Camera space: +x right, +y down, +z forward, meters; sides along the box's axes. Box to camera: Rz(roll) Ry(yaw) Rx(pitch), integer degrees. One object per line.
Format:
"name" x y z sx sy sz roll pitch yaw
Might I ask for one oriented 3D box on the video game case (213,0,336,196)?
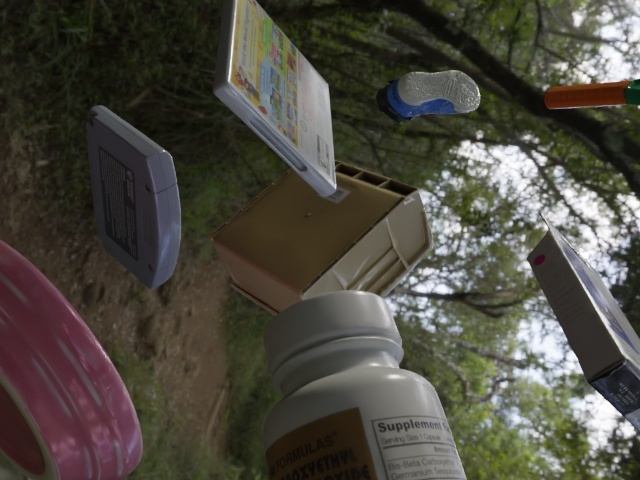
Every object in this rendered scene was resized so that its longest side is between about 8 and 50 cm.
"video game case" -0.052 -0.193 0.835 0.026 0.206 0.227 -26 -136 25

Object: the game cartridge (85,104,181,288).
"game cartridge" -0.323 -0.063 1.148 0.062 0.198 0.297 -37 150 -41

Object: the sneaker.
"sneaker" 0.145 -0.198 0.918 0.084 0.152 0.058 -10 -92 54

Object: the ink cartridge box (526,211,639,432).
"ink cartridge box" 0.404 0.114 0.974 0.069 0.176 0.371 -40 -157 23

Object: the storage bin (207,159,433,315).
"storage bin" 0.000 0.000 1.066 0.260 0.262 0.123 -42 130 -20

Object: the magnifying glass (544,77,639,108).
"magnifying glass" 0.337 -0.153 0.668 0.092 0.026 0.231 -41 -152 -29

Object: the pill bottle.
"pill bottle" 0.029 0.157 0.455 0.131 0.131 0.229 107 -27 -53

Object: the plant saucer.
"plant saucer" -0.338 0.149 0.732 0.084 0.332 0.332 -38 154 -41
